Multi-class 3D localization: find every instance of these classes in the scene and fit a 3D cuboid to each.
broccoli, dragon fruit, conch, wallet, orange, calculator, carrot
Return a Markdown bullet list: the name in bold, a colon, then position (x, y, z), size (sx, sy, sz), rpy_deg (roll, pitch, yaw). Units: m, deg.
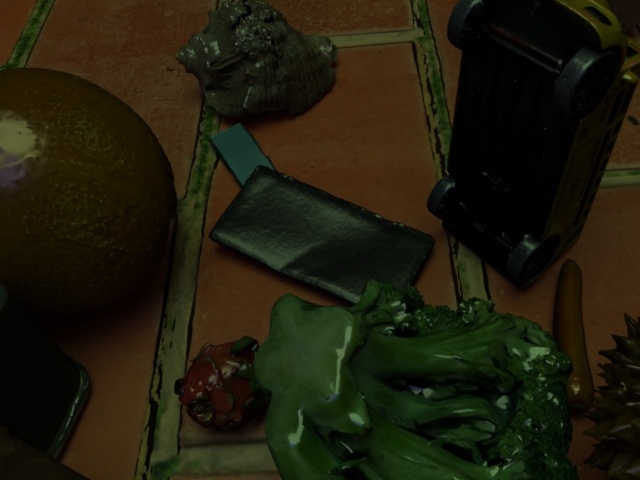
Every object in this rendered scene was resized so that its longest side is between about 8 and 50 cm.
- **broccoli**: position (0.062, 0.142, 0.517), size (0.265, 0.245, 0.295), rpy_deg (-38, 40, 19)
- **dragon fruit**: position (-0.085, 0.136, 0.656), size (0.116, 0.086, 0.081), rpy_deg (-39, 19, -32)
- **conch**: position (-0.084, -0.259, 0.963), size (0.245, 0.163, 0.178), rpy_deg (-5, 82, -19)
- **wallet**: position (0.000, 0.000, 0.780), size (0.244, 0.025, 0.124), rpy_deg (24, 61, 16)
- **orange**: position (-0.290, -0.047, 0.707), size (0.274, 0.274, 0.274), rpy_deg (-3, 51, 4)
- **calculator**: position (-0.091, -0.097, 0.883), size (0.057, 0.018, 0.172), rpy_deg (-27, 54, -15)
- **carrot**: position (0.257, 0.087, 0.683), size (0.037, 0.037, 0.190), rpy_deg (5, 50, 11)

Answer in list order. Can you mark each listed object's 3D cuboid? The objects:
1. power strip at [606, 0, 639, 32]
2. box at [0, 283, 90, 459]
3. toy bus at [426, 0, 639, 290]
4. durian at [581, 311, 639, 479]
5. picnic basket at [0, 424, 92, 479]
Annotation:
- **power strip**: position (0.404, -0.370, 0.965), size (0.154, 0.154, 0.078), rpy_deg (-4, 49, 3)
- **box**: position (-0.384, 0.116, 0.642), size (0.274, 0.178, 0.138), rpy_deg (6, 51, 10)
- **toy bus**: position (0.213, -0.111, 0.661), size (0.151, 0.331, 0.145), rpy_deg (-30, 54, -22)
- **durian**: position (0.370, 0.141, 0.436), size (0.384, 0.348, 0.348), rpy_deg (1, 51, -2)
- **picnic basket**: position (-0.231, 0.308, 0.417), size (0.291, 0.254, 0.321), rpy_deg (19, 42, 22)
